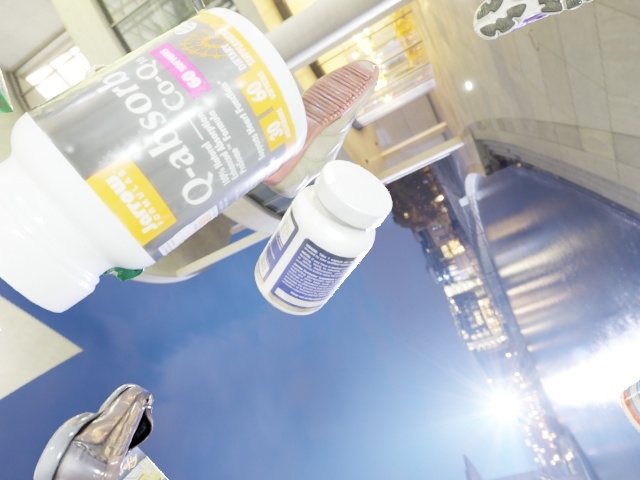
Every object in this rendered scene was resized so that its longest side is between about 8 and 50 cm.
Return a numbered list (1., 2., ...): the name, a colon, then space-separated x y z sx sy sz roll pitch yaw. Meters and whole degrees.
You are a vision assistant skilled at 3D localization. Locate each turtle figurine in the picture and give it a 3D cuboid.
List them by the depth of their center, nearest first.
1. turtle figurine: -0.436 -0.010 0.896 0.234 0.118 0.176 23 135 48

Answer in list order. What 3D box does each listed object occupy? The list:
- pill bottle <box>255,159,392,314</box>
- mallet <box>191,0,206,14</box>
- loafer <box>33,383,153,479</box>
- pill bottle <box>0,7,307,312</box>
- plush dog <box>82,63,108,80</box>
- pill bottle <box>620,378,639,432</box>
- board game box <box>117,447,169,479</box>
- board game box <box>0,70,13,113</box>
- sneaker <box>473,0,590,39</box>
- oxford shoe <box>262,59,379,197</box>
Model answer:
1. pill bottle: 0.000 0.000 0.736 0.153 0.265 0.153 20 -139 -19
2. mallet: -0.159 -0.307 0.572 0.190 0.039 0.062 62 -179 7
3. loafer: -0.303 0.297 0.639 0.302 0.095 0.109 121 168 -81
4. pill bottle: -0.160 -0.075 0.392 0.162 0.278 0.162 42 161 18
5. plush dog: -0.552 -0.297 1.142 0.262 0.210 0.226 35 -113 -37
6. pill bottle: 0.670 0.269 0.752 0.124 0.222 0.124 16 -141 -13
7. board game box: -0.441 0.604 0.986 0.165 0.042 0.244 -44 -35 -34
8. board game box: -0.709 -0.444 0.838 0.213 0.046 0.318 -23 86 68
9. sneaker: 0.295 -0.330 0.573 0.071 0.169 0.069 -36 -68 -54
10. oxford shoe: 0.004 -0.242 0.932 0.123 0.348 0.130 49 -175 37
